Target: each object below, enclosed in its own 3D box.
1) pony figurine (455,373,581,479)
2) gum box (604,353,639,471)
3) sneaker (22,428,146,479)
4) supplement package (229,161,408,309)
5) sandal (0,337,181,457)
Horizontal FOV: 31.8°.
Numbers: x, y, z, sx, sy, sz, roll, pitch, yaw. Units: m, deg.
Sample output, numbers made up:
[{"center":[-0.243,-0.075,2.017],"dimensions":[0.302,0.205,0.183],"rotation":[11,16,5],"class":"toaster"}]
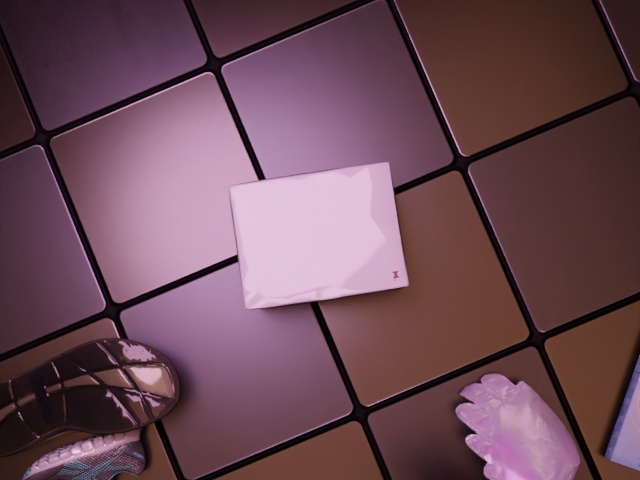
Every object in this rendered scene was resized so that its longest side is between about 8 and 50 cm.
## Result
[{"center":[0.217,0.357,1.313],"dimensions":[0.351,0.363,0.303],"rotation":[42,96,20],"class":"pony figurine"},{"center":[0.468,0.218,1.430],"dimensions":[0.157,0.041,0.184],"rotation":[19,88,2],"class":"gum box"},{"center":[-0.300,0.295,1.445],"dimensions":[0.166,0.065,0.076],"rotation":[-20,92,4],"class":"sneaker"},{"center":[0.000,0.000,1.380],"dimensions":[0.194,0.203,0.149],"rotation":[-8,86,1],"class":"supplement package"},{"center":[-0.317,0.198,1.445],"dimensions":[0.302,0.086,0.120],"rotation":[-15,84,17],"class":"sandal"}]
